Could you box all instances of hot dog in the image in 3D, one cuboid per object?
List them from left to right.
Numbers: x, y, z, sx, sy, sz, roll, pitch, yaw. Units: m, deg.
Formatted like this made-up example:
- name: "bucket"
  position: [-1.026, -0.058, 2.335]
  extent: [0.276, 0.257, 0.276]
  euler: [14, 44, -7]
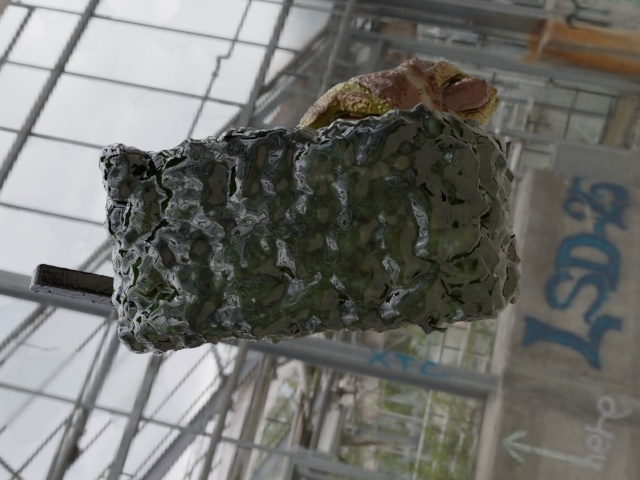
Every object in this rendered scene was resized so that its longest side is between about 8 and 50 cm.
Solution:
- name: "hot dog"
  position: [0.091, -0.139, 0.969]
  extent: [0.123, 0.261, 0.093]
  euler: [66, 166, -2]

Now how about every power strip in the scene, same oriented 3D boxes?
- name: "power strip"
  position: [-0.275, 0.052, 0.996]
  extent: [0.038, 0.111, 0.029]
  euler: [-28, 54, 55]

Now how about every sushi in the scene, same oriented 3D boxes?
- name: "sushi"
  position: [0.000, 0.000, 0.780]
  extent: [0.294, 0.351, 0.178]
  euler: [37, -132, -82]
